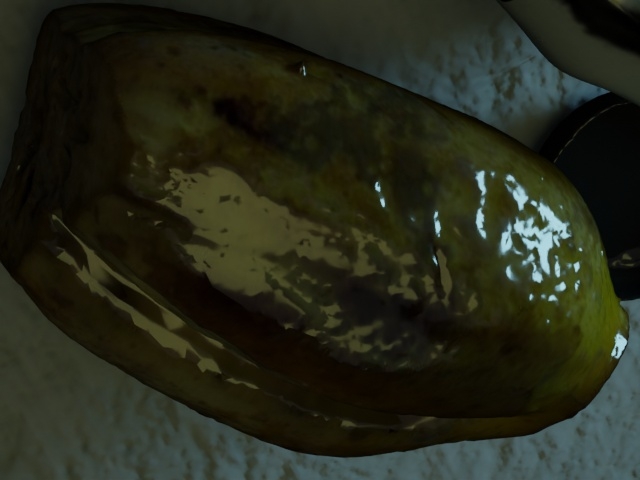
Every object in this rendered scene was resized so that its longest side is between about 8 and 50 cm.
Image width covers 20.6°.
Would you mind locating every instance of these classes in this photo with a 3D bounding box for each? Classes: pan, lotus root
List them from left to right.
[{"bbox_3d":[-0.003,0.009,0.788,0.291,0.193,0.193,21,102,-20],"label":"lotus root"},{"bbox_3d":[0.123,0.009,0.906,0.212,0.040,0.115,-43,118,-5],"label":"pan"}]

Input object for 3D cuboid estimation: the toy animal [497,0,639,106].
[{"bbox_3d":[0.163,-0.165,0.794,0.208,0.156,0.204,34,100,-9],"label":"toy animal"}]
